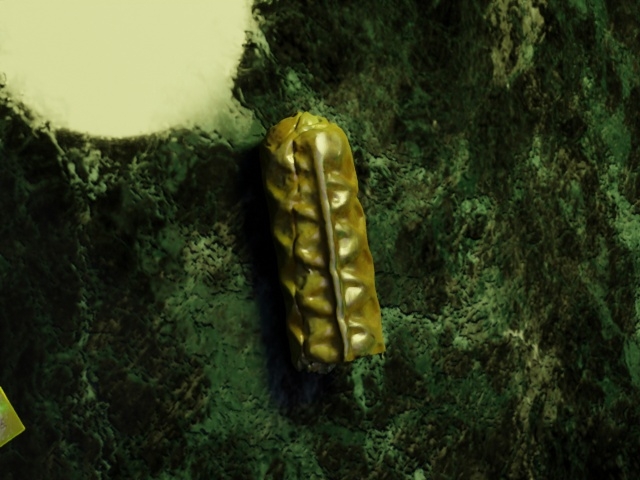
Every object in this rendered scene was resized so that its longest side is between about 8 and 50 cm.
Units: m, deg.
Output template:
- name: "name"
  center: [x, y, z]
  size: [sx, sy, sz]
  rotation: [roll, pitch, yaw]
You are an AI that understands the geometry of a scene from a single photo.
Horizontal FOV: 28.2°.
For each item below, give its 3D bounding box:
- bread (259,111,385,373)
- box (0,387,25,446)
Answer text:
- name: "bread"
  center: [-0.001, 0.000, 1.308]
  size: [0.087, 0.098, 0.269]
  rotation: [5, 75, -80]
- name: "box"
  center: [-0.353, 0.159, 1.043]
  size: [0.193, 0.030, 0.121]
  rotation: [-37, 105, -37]
